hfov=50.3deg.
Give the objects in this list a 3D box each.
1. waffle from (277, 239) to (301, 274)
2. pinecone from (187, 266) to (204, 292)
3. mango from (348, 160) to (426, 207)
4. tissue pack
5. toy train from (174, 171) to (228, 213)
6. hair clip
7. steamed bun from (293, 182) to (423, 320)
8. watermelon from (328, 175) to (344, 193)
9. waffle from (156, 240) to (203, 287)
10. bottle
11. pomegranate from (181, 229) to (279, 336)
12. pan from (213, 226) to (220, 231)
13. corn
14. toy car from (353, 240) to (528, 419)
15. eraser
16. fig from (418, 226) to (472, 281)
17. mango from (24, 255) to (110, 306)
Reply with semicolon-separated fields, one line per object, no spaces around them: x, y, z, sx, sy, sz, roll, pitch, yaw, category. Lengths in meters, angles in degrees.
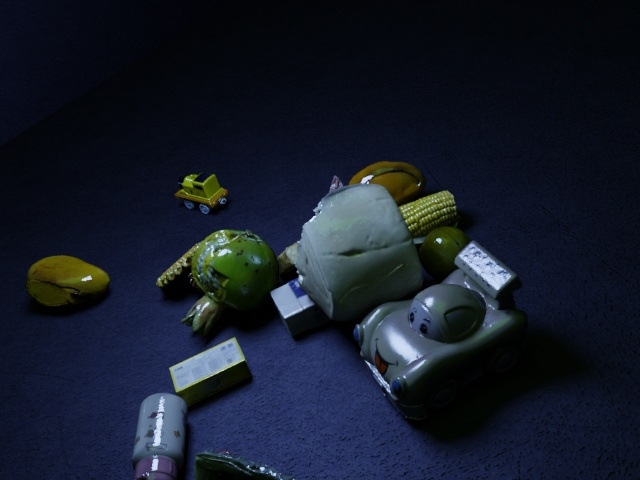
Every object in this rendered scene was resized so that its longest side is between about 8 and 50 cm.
0.000;0.000;1.873;0.274;0.057;0.168;-32;-2;-18;waffle
-0.331;0.098;1.917;0.109;0.102;0.102;5;39;50;pinecone
0.188;-0.147;1.972;0.235;0.166;0.136;-15;41;4;mango
-0.264;0.317;1.638;0.176;0.062;0.095;-26;35;-10;tissue pack
-0.399;-0.167;2.259;0.219;0.127;0.089;15;47;35;toy train
-0.109;0.486;1.322;0.321;0.138;0.091;10;14;33;hair clip
0.080;0.019;1.584;0.290;0.272;0.273;-30;41;-10;steamed bun
0.038;-0.115;2.058;0.081;0.094;0.180;-1;55;16;watermelon
-0.400;0.072;1.956;0.191;0.038;0.191;-41;8;7;waffle
-0.346;0.449;1.463;0.109;0.110;0.233;-15;37;4;bottle
-0.243;0.114;1.790;0.236;0.236;0.302;28;88;44;pomegranate
-0.301;-0.009;2.102;0.068;0.023;0.115;-29;41;-14;pan
0.245;-0.040;1.859;0.305;0.122;0.123;-23;6;-11;corn
0.257;0.185;1.462;0.335;0.226;0.242;-25;37;-12;toy car
0.022;0.131;1.744;0.278;0.081;0.124;-24;38;-9;eraser
0.331;0.057;1.701;0.147;0.186;0.142;-14;-13;-29;fig
-0.752;0.122;2.033;0.261;0.130;0.167;9;39;22;mango
